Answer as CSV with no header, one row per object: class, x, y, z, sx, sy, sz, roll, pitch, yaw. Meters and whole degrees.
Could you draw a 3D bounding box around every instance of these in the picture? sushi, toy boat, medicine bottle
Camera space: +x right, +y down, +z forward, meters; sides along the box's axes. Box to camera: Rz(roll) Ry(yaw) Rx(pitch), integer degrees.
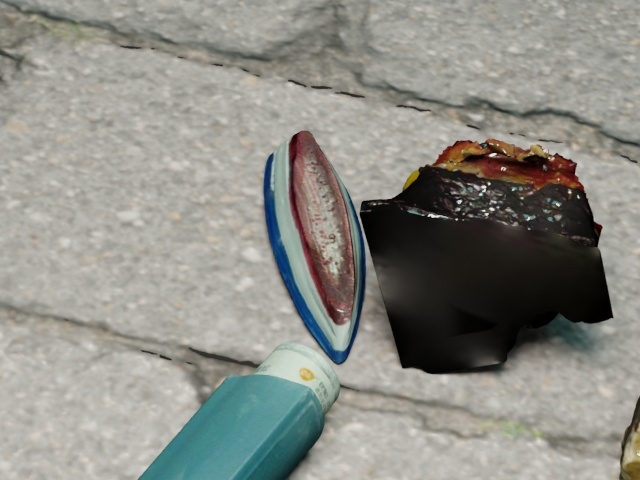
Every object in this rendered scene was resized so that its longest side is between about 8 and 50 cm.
sushi,0.139,-0.006,1.545,0.172,0.153,0.150,-10,28,13
toy boat,0.000,0.000,1.586,0.080,0.046,0.229,1,46,-13
medicine bottle,-0.063,0.183,1.388,0.124,0.079,0.258,24,49,18

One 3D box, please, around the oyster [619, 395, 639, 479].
oyster,0.298,0.111,1.471,0.110,0.166,0.341,20,65,-1
